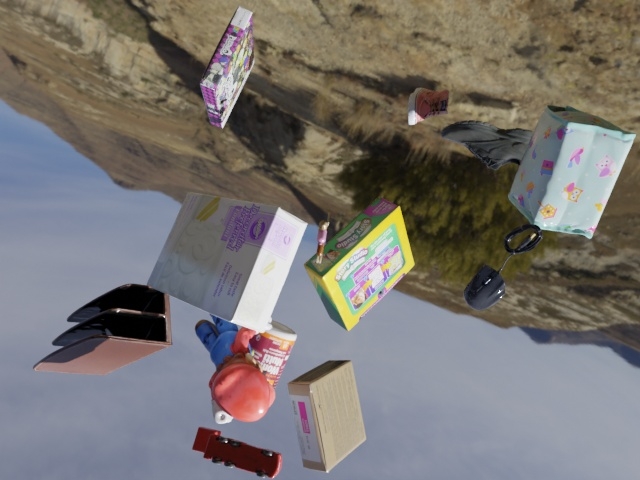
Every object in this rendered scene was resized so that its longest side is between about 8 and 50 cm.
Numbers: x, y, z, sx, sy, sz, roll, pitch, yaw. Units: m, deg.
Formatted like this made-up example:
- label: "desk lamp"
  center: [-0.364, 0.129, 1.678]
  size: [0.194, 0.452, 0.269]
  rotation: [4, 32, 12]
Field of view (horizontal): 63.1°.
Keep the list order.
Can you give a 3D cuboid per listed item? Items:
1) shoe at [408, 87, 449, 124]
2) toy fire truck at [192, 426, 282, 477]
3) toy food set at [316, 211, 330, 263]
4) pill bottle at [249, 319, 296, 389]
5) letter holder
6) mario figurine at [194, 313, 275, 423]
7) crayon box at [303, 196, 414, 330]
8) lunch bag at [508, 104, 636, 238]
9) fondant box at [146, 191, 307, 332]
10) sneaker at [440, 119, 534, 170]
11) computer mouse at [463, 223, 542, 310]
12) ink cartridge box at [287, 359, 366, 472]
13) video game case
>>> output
- label: "shoe"
  center: [0.251, -0.313, 1.199]
  size: [0.081, 0.063, 0.178]
  rotation: [6, -149, 17]
- label: "toy fire truck"
  center: [-0.163, 0.407, 1.004]
  size: [0.192, 0.047, 0.135]
  rotation: [13, 162, 8]
- label: "toy food set"
  center: [0.000, 0.000, 1.149]
  size: [0.019, 0.122, 0.078]
  rotation: [10, -152, -2]
- label: "pill bottle"
  center: [-0.153, 0.309, 1.285]
  size: [0.121, 0.221, 0.121]
  rotation: [22, 179, 1]
- label: "letter holder"
  center: [-0.552, 0.222, 1.296]
  size: [0.302, 0.152, 0.214]
  rotation: [-26, 152, 32]
- label: "mario figurine"
  center: [-0.181, 0.283, 1.187]
  size: [0.170, 0.198, 0.320]
  rotation: [-8, -147, -22]
- label: "crayon box"
  center: [0.146, 0.083, 1.788]
  size: [0.106, 0.363, 0.313]
  rotation: [31, 155, 41]
- label: "lunch bag"
  center: [0.499, -0.157, 1.082]
  size: [0.160, 0.223, 0.262]
  rotation: [12, -157, 2]
- label: "fondant box"
  center: [-0.209, 0.033, 1.110]
  size: [0.330, 0.238, 0.096]
  rotation: [12, 167, 43]
- label: "sneaker"
  center: [0.495, -0.278, 1.536]
  size: [0.286, 0.130, 0.109]
  rotation: [14, -175, 16]
- label: "computer mouse"
  center: [0.358, 0.058, 1.046]
  size: [0.041, 0.242, 0.071]
  rotation: [-14, -129, -37]
- label: "ink cartridge box"
  center: [0.021, 0.463, 1.401]
  size: [0.088, 0.234, 0.193]
  rotation: [-9, -178, 39]
- label: "video game case"
  center: [-0.220, -0.409, 1.261]
  size: [0.042, 0.210, 0.232]
  rotation: [23, 168, -2]
